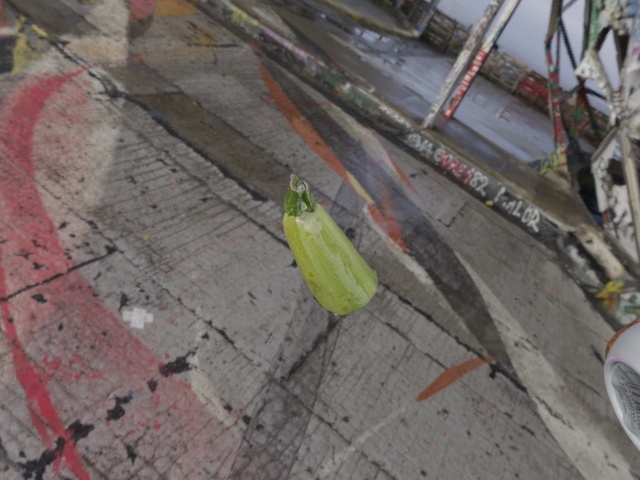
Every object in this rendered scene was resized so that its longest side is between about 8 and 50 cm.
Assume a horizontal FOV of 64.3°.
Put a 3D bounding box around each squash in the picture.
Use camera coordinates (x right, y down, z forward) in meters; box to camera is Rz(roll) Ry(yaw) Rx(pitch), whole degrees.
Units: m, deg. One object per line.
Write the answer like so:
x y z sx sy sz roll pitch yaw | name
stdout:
-0.014 0.007 0.961 0.287 0.137 0.137 53 17 -30 | squash

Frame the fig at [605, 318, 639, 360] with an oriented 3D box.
0.530 0.201 0.815 0.128 0.128 0.150 3 71 -40 | fig

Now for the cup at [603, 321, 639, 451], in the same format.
0.533 0.159 0.609 0.317 0.212 0.212 -18 38 2 | cup
